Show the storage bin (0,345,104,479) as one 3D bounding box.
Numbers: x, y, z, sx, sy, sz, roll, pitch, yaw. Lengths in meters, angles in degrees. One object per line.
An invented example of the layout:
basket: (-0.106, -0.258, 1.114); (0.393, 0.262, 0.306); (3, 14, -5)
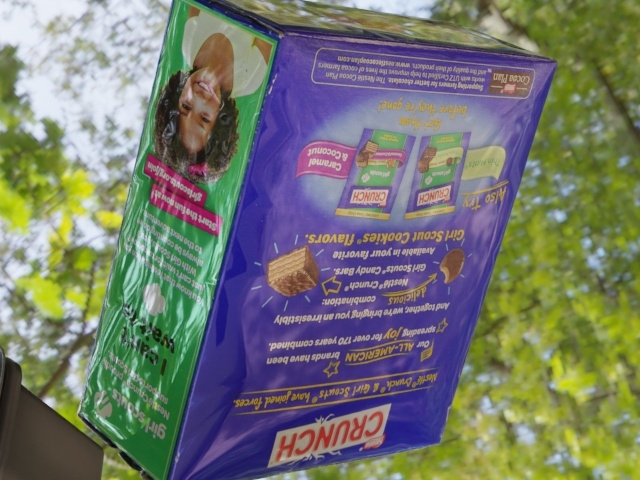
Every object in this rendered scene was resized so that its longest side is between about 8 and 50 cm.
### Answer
storage bin: (-0.175, 0.126, 0.618); (0.091, 0.135, 0.098); (43, -146, -40)

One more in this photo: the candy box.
candy box: (0.000, 0.000, 0.888); (0.268, 0.122, 0.317); (-1, -67, -43)
